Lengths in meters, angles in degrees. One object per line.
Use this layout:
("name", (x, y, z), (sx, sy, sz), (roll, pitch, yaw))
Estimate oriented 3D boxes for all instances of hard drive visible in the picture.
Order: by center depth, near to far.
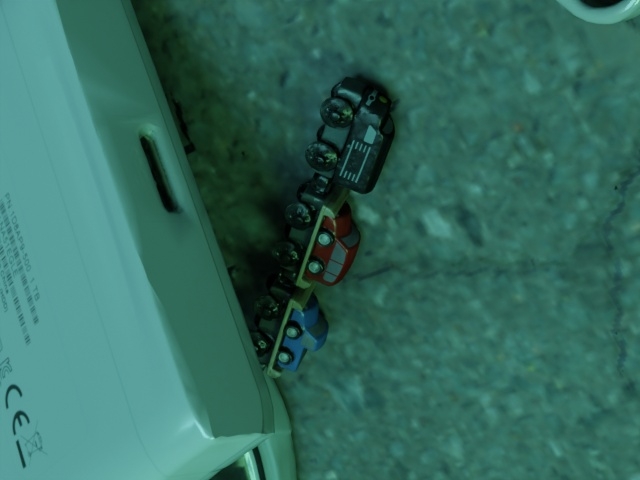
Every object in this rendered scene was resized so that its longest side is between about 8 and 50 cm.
("hard drive", (-0.172, 0.058, 0.698), (0.353, 0.047, 0.233), (-39, 63, 39))

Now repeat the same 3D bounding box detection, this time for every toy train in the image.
("toy train", (0.000, 0.000, 0.656), (0.036, 0.027, 0.158), (23, 124, 4))

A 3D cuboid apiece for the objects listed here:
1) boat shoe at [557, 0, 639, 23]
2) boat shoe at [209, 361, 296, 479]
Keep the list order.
("boat shoe", (0.062, -0.197, 0.476), (0.096, 0.088, 0.267), (-7, 112, 32))
("boat shoe", (-0.078, 0.158, 0.721), (0.121, 0.119, 0.335), (-5, 109, 32))
